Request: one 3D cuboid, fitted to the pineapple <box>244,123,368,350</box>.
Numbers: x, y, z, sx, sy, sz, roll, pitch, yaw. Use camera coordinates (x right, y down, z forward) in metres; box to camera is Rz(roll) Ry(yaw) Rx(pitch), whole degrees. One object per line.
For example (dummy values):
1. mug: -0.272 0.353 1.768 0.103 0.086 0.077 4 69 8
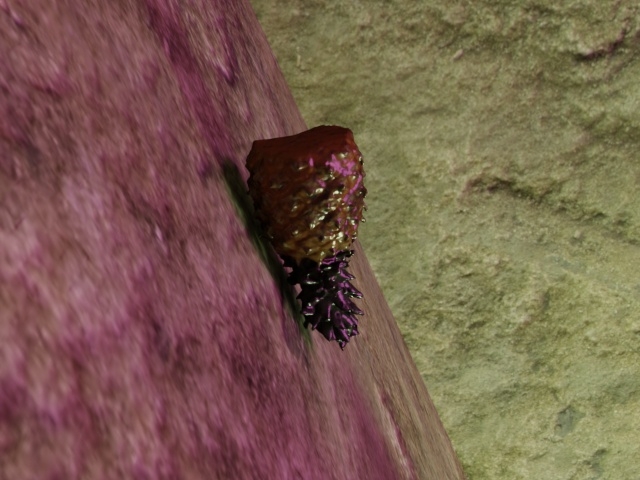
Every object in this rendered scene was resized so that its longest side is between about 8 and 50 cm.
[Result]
1. pineapple: 0.000 0.000 1.026 0.158 0.158 0.278 -94 173 -69
